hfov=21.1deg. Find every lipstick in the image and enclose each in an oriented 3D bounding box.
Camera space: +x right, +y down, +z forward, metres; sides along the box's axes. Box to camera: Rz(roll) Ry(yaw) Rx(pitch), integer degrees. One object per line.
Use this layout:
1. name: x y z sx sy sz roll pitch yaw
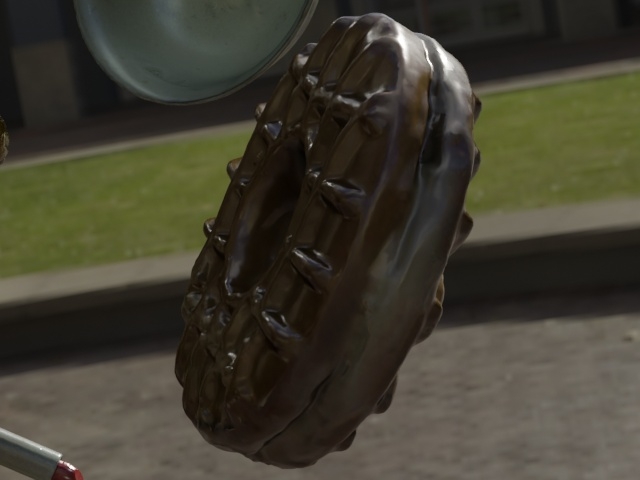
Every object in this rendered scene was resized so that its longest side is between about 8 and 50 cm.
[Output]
1. lipstick: -0.378 0.266 2.154 0.186 0.057 0.063 23 -14 -2

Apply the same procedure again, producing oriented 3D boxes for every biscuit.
1. biscuit: 0.000 0.000 1.192 0.103 0.332 0.332 23 -3 -19

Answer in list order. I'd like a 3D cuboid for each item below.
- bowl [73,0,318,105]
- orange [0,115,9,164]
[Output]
1. bowl: -0.103 -0.287 1.873 0.313 0.313 0.146 -5 -10 28
2. orange: -0.337 -0.098 1.604 0.095 0.085 0.085 25 -6 -22
